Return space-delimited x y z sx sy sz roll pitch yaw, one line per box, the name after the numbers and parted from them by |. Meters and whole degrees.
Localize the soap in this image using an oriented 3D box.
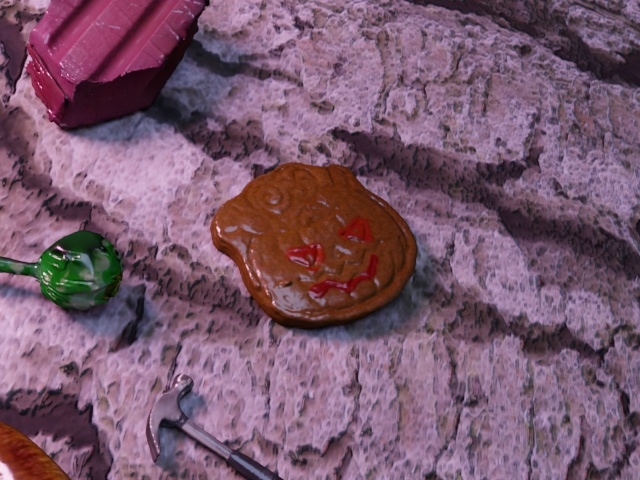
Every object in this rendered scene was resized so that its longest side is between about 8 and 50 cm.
-0.297 -0.276 1.289 0.182 0.112 0.289 27 51 -4 | soap

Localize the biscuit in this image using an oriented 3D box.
0.001 -0.001 1.271 0.273 0.049 0.257 -27 71 -37 | biscuit

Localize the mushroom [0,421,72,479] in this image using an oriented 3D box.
-0.355 0.294 0.761 0.345 0.260 0.345 -3 52 4 | mushroom

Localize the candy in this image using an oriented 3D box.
-0.396 0.029 1.071 0.323 0.097 0.097 5 55 -10 | candy

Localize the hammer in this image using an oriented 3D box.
-0.094 0.262 1.059 0.246 0.029 0.103 35 50 1 | hammer
